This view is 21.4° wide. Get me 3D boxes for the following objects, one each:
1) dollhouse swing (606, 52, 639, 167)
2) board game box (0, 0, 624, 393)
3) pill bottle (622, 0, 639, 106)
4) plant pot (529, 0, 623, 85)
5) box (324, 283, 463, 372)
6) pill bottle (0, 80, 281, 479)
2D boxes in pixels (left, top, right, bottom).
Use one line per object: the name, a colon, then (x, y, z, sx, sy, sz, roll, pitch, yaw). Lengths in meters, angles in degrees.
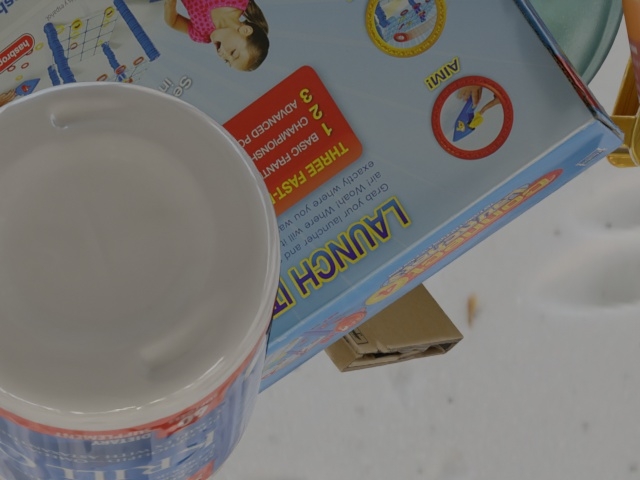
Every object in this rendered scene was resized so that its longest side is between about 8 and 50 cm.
dollhouse swing: (0.276, -0.200, 1.616, 0.304, 0.347, 0.315, 17, 94, 6)
board game box: (-0.047, -0.094, 0.921, 0.308, 0.086, 0.302, -35, 75, 14)
pill bottle: (0.156, 0.014, 0.452, 0.121, 0.216, 0.121, -12, 13, 3)
plant pot: (0.063, -0.193, 1.242, 0.293, 0.293, 0.196, 17, 18, 17)
box: (0.000, 0.000, 1.147, 0.021, 0.164, 0.201, -45, 71, 22)
pill bottle: (-0.082, 0.039, 0.651, 0.124, 0.221, 0.124, 1, 69, -4)
